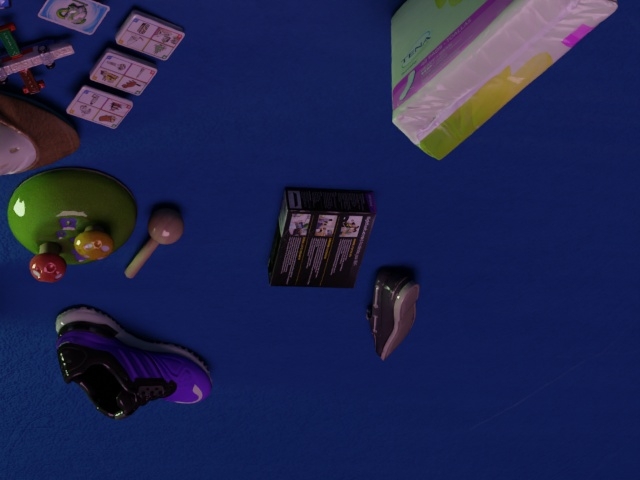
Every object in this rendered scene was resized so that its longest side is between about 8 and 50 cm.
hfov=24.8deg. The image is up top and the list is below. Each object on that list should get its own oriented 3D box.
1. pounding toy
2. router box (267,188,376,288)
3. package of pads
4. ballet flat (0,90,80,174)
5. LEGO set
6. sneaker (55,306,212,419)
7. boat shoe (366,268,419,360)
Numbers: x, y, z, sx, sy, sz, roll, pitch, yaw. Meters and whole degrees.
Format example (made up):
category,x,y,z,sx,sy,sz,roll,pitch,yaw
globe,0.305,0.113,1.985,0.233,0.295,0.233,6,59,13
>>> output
category,x,y,z,sx,sy,sz,roll,pitch,yaw
pounding toy,-0.327,0.006,2.062,0.236,0.110,0.183,20,134,-28
router box,0.000,0.000,2.151,0.133,0.046,0.179,2,140,-12
package of pads,0.205,-0.268,1.719,0.101,0.229,0.296,34,124,-25
ballet flat,-0.460,-0.147,1.848,0.342,0.124,0.116,28,131,-35
LEGO set,-0.321,-0.247,1.827,0.244,0.060,0.182,16,130,-35
sneaker,-0.297,0.227,2.301,0.293,0.146,0.102,27,130,-34
boat shoe,0.108,0.115,2.311,0.065,0.075,0.206,35,149,17
